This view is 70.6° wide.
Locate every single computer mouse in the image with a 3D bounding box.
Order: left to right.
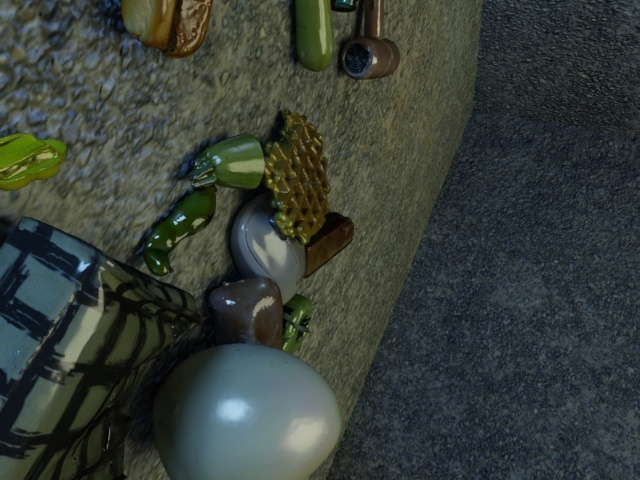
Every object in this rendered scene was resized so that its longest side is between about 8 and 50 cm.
[{"bbox_3d":[-0.103,0.040,1.020,0.184,0.121,0.297,-48,149,-43],"label":"computer mouse"}]

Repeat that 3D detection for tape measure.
[{"bbox_3d":[-0.083,0.231,1.222,0.200,0.106,0.175,-7,116,-68],"label":"tape measure"}]

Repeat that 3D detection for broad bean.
[{"bbox_3d":[-0.226,-0.029,0.753,0.048,0.070,0.214,91,17,-51],"label":"broad bean"}]

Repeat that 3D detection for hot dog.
[{"bbox_3d":[-0.174,-0.403,0.550,0.135,0.100,0.337,-25,131,-72],"label":"hot dog"}]

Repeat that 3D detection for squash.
[{"bbox_3d":[-0.177,-0.131,0.780,0.132,0.105,0.105,-16,122,-45],"label":"squash"},{"bbox_3d":[-0.016,-0.464,0.901,0.083,0.083,0.250,-52,148,-41],"label":"squash"}]

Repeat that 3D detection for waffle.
[{"bbox_3d":[-0.045,-0.140,0.985,0.301,0.058,0.282,-51,131,-61],"label":"waffle"}]

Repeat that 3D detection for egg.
[{"bbox_3d":[-0.134,0.334,0.844,0.283,0.345,0.283,-8,90,-85],"label":"egg"}]

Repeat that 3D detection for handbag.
[{"bbox_3d":[-0.317,0.179,0.580,0.325,0.162,0.327,-63,164,-13],"label":"handbag"}]

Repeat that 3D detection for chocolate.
[{"bbox_3d":[-0.149,0.201,0.972,0.161,0.083,0.261,-14,129,-17],"label":"chocolate"}]

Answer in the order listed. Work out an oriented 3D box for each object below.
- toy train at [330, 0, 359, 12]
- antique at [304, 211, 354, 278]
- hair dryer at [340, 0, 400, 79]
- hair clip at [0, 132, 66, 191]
[{"bbox_3d":[0.070,-0.613,0.928,0.177,0.116,0.285,-136,-124,-70],"label":"toy train"},{"bbox_3d":[0.000,0.000,1.275,0.310,0.087,0.093,-34,135,-56],"label":"antique"},{"bbox_3d":[0.128,-0.594,1.154,0.189,0.106,0.344,-34,128,-54],"label":"hair dryer"},{"bbox_3d":[-0.337,-0.070,0.447,0.173,0.072,0.046,-36,149,-50],"label":"hair clip"}]
